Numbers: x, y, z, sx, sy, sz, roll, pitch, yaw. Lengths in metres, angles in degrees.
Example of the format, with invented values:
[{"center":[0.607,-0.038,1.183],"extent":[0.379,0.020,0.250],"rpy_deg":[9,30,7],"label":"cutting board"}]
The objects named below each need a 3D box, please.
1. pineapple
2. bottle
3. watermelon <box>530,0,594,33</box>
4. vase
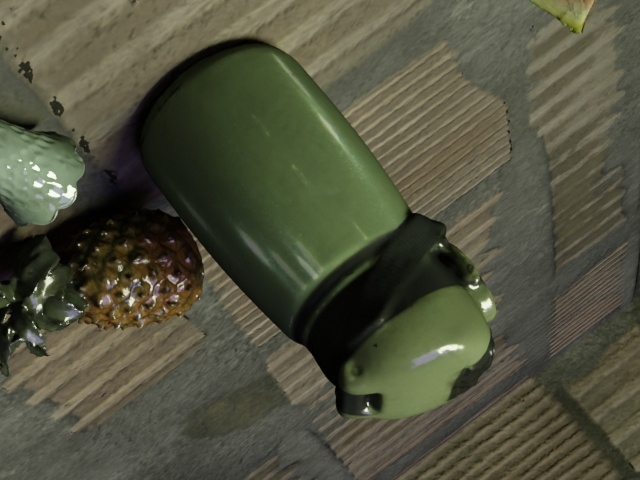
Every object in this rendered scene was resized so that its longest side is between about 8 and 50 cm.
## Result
[{"center":[-0.229,0.044,1.095],"extent":[0.251,0.125,0.125],"rpy_deg":[-12,145,-37],"label":"pineapple"},{"center":[0.002,0.000,1.045],"extent":[0.168,0.347,0.168],"rpy_deg":[-32,156,-17],"label":"bottle"},{"center":[0.171,-0.316,1.004],"extent":[0.128,0.159,0.303],"rpy_deg":[-4,151,-2],"label":"watermelon"},{"center":[-0.249,-0.069,0.915],"extent":[0.081,0.081,0.148],"rpy_deg":[-42,152,8],"label":"vase"}]
